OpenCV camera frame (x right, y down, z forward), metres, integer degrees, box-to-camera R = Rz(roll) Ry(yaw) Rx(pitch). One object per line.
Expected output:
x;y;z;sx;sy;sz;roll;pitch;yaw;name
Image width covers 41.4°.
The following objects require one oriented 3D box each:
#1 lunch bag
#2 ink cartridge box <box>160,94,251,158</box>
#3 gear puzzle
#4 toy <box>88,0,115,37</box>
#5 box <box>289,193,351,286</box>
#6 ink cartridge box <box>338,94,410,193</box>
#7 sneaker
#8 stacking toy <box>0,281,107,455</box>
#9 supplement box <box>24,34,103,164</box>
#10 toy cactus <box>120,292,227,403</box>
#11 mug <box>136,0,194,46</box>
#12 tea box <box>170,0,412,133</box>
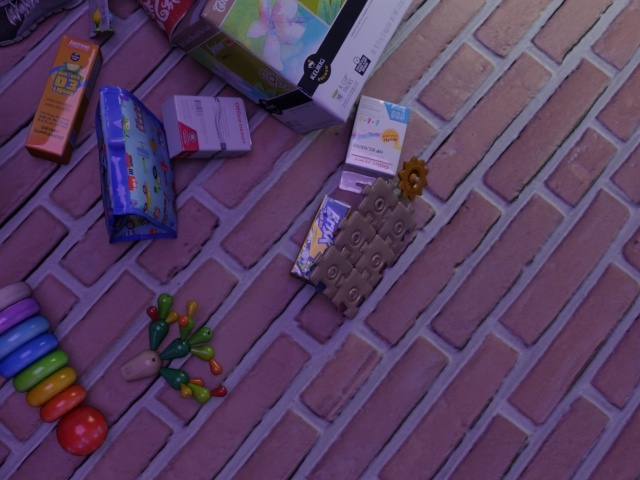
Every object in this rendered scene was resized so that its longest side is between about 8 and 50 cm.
-0.336;-0.131;1.505;0.138;0.293;0.221;-6;80;-7;lunch bag
-0.217;-0.215;1.619;0.150;0.063;0.109;-4;79;-37;ink cartridge box
0.098;-0.028;1.619;0.339;0.044;0.175;-55;132;-12;gear puzzle
-0.412;-0.517;1.629;0.056;0.137;0.238;-1;95;-30;toy
0.000;0.000;1.637;0.059;0.054;0.169;24;79;-2;box
0.106;-0.182;1.675;0.104;0.061;0.182;14;80;-3;ink cartridge box
-0.563;-0.469;1.623;0.228;0.132;0.086;-35;85;-11;sneaker
-0.500;0.243;1.514;0.141;0.141;0.330;-34;90;-10;stacking toy
-0.490;-0.269;1.625;0.078;0.080;0.234;15;77;-5;supplement box
-0.280;0.214;1.558;0.180;0.112;0.219;-25;92;1;toy cactus
-0.298;-0.486;1.680;0.169;0.113;0.150;47;37;8;mug
-0.045;-0.430;1.577;0.323;0.220;0.329;32;78;-21;tea box
